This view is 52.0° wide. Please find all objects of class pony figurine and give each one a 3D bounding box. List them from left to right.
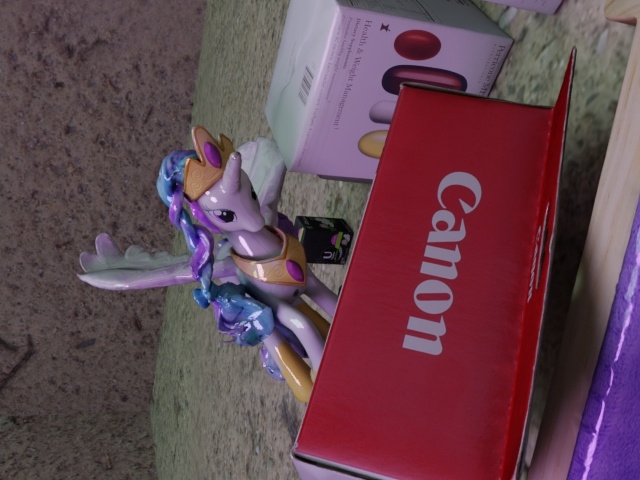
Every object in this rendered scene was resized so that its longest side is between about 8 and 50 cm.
[{"bbox_3d":[-0.085,0.024,0.786,0.363,0.303,0.351,54,159,-22],"label":"pony figurine"}]

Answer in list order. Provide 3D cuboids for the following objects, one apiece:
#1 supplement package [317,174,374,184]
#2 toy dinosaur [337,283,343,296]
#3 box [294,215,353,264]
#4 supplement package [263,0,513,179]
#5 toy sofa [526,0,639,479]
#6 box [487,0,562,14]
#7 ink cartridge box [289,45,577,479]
[{"bbox_3d":[0.046,-0.180,0.931,0.105,0.105,0.179,-133,51,-61],"label":"supplement package"},{"bbox_3d":[0.073,0.105,0.890,0.268,0.064,0.118,162,117,-64],"label":"toy dinosaur"},{"bbox_3d":[0.000,0.000,1.051,0.052,0.083,0.062,-121,40,-56],"label":"box"},{"bbox_3d":[0.065,-0.186,0.750,0.149,0.203,0.194,-112,32,-47],"label":"supplement package"},{"bbox_3d":[0.234,0.047,0.360,0.177,0.150,0.362,-140,56,-66],"label":"toy sofa"},{"bbox_3d":[0.190,-0.283,0.603,0.102,0.087,0.101,119,147,-46],"label":"box"},{"bbox_3d":[0.087,0.044,0.497,0.271,0.130,0.309,83,-159,-58],"label":"ink cartridge box"}]
